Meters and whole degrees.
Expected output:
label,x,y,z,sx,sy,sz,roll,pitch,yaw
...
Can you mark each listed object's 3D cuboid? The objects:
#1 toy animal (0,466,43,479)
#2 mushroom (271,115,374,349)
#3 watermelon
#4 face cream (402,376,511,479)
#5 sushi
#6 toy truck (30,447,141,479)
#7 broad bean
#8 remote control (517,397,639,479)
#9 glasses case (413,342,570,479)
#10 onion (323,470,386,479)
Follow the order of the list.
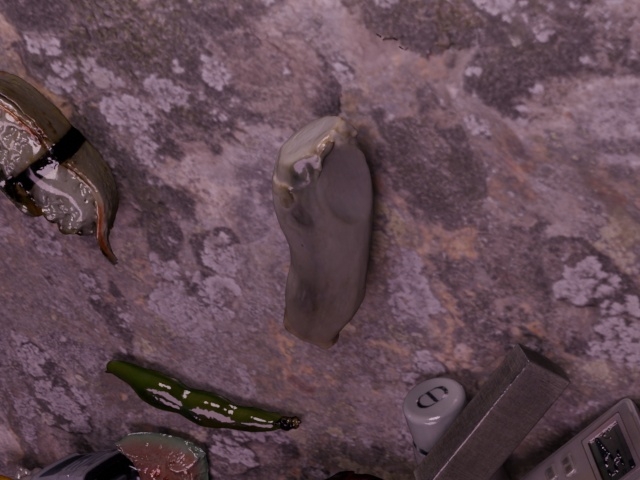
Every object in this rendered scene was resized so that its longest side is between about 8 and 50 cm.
label,x,y,z,sx,sy,sz,roll,pitch,yaw
toy animal,-0.489,0.433,1.927,0.181,0.131,0.127,2,100,57
mushroom,0.002,0.001,1.305,0.109,0.097,0.351,14,137,15
watermelon,-0.228,0.329,1.739,0.155,0.080,0.101,38,128,13
face cream,0.186,0.312,1.488,0.143,0.089,0.314,-27,120,-8
sushi,-0.318,-0.094,1.371,0.273,0.134,0.109,39,104,3
toy truck,-0.343,0.506,1.802,0.175,0.146,0.367,-4,98,27
broad bean,-0.170,0.228,1.632,0.297,0.043,0.060,17,123,11
remote control,0.278,0.321,1.389,0.055,0.109,0.313,30,119,-27
glasses case,0.197,0.217,1.363,0.071,0.047,0.205,28,107,-25
onion,0.011,0.460,1.564,0.314,0.314,0.232,-5,125,30
